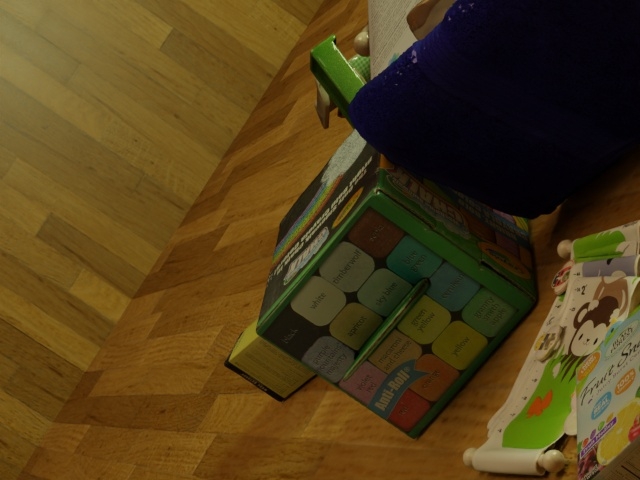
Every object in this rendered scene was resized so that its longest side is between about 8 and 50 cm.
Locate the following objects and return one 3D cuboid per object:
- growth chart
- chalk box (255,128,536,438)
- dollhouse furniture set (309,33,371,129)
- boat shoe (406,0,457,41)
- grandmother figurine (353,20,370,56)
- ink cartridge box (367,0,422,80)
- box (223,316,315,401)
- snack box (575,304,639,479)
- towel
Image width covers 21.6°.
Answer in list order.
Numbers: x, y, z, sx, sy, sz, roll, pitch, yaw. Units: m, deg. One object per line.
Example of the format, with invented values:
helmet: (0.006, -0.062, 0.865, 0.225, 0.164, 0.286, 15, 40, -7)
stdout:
growth chart: (0.187, 0.080, 1.265, 0.237, 0.021, 0.172, -61, 14, -24)
chalk box: (0.069, 0.034, 1.489, 0.180, 0.179, 0.289, -50, 14, 23)
dollhouse furniture set: (0.105, -0.219, 2.346, 0.197, 0.151, 0.301, -36, -9, -7)
boat shoe: (0.251, -0.207, 1.443, 0.342, 0.123, 0.123, -21, -3, 4)
grandmother figurine: (0.111, -0.179, 1.879, 0.104, 0.208, 0.342, -12, 48, 21)
ink cartridge box: (0.165, -0.293, 1.734, 0.270, 0.151, 0.395, 123, 154, -43)
box: (-0.016, 0.099, 1.884, 0.232, 0.087, 0.058, -43, 16, 50)
snack box: (0.208, 0.098, 1.077, 0.100, 0.037, 0.141, -48, 13, 28)
towel: (0.190, -0.126, 1.351, 0.308, 0.228, 0.076, -42, 37, 49)
